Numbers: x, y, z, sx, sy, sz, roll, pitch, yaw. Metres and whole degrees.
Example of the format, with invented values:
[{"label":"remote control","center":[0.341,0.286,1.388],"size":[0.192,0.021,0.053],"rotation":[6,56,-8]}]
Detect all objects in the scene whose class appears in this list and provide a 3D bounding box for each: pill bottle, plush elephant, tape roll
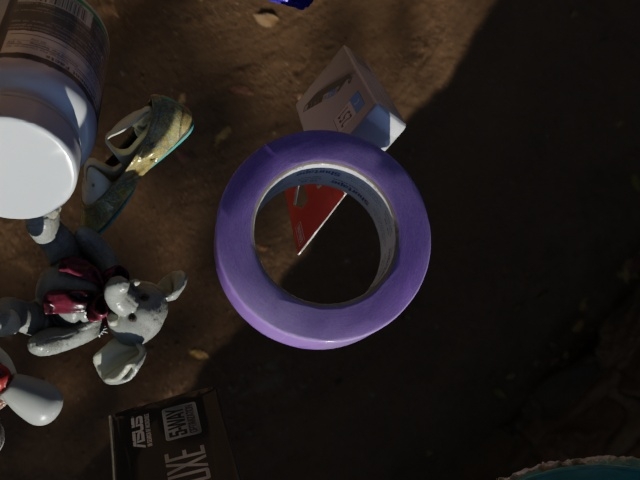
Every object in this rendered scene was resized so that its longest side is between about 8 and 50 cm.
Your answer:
[{"label":"pill bottle","center":[-0.426,-0.211,1.176],"size":[0.204,0.361,0.204],"rotation":[-4,133,-4]},{"label":"plush elephant","center":[-0.409,0.116,1.512],"size":[0.330,0.255,0.272],"rotation":[62,39,-54]},{"label":"tape roll","center":[0.000,0.000,1.039],"size":[0.274,0.090,0.275],"rotation":[2,76,-9]}]

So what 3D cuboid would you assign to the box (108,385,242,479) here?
[{"label":"box","center":[-0.049,0.284,0.481],"size":[0.076,0.242,0.308],"rotation":[-14,116,-10]}]

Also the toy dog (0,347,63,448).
[{"label":"toy dog","center":[-0.614,0.224,1.337],"size":[0.334,0.220,0.161],"rotation":[49,133,-1]}]

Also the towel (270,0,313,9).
[{"label":"towel","center":[-0.126,-0.444,1.153],"size":[0.308,0.076,0.228],"rotation":[5,148,-17]}]

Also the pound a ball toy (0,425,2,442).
[{"label":"pound a ball toy","center":[-0.310,0.028,0.526],"size":[0.135,0.319,0.208],"rotation":[-22,104,-17]}]

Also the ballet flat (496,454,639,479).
[{"label":"ballet flat","center":[0.381,0.301,0.840],"size":[0.408,0.147,0.147],"rotation":[-4,120,6]}]

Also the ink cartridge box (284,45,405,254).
[{"label":"ink cartridge box","center":[0.003,-0.155,1.288],"size":[0.066,0.296,0.261],"rotation":[32,110,-23]}]

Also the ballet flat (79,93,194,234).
[{"label":"ballet flat","center":[-0.400,-0.154,1.593],"size":[0.348,0.123,0.123],"rotation":[-45,125,14]}]
